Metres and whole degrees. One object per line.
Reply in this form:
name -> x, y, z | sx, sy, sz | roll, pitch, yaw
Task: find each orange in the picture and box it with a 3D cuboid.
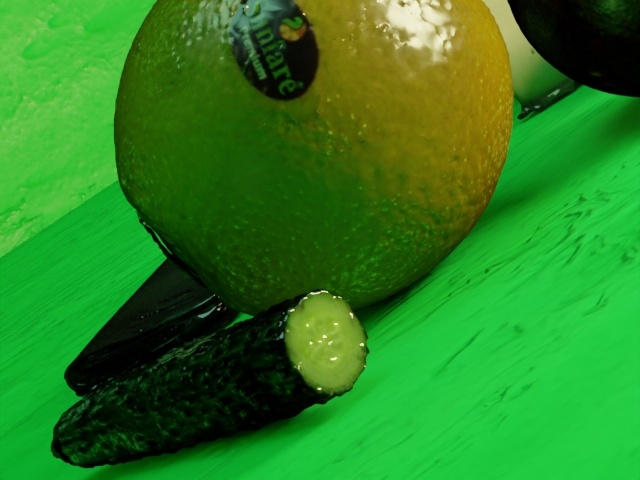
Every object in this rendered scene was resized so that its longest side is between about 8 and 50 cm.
orange -> -0.005, -0.081, 1.220 | 0.274, 0.274, 0.274 | -31, 10, 6

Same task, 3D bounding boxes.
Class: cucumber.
cucumber -> -0.082, 0.096, 1.147 | 0.293, 0.067, 0.067 | -24, 12, 48

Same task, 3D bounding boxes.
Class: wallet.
wallet -> -0.101, 0.028, 1.606 | 0.172, 0.045, 0.318 | -29, 11, 26

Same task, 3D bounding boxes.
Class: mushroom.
mushroom -> 0.192, -0.232, 1.625 | 0.162, 0.173, 0.236 | -29, 10, 4

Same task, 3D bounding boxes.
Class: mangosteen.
mangosteen -> 0.266, -0.204, 1.261 | 0.289, 0.231, 0.231 | 16, 32, 21
